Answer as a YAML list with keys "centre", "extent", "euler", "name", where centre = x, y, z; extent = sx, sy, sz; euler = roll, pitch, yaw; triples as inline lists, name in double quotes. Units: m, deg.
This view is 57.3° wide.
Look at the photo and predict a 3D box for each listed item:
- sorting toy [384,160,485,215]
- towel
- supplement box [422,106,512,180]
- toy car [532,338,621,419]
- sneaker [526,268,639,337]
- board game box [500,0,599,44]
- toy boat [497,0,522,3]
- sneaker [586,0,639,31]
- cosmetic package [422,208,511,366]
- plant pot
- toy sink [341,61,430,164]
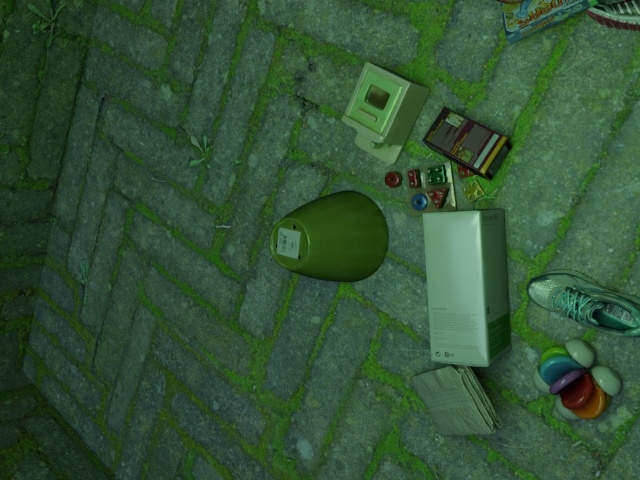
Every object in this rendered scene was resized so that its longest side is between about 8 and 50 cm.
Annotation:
- centre: [0.297, -0.138, 1.568]
  extent: [0.275, 0.046, 0.132]
  euler: [-7, 91, 35]
  name: "sorting toy"
- centre: [0.338, 0.414, 1.509]
  extent: [0.187, 0.049, 0.282]
  euler: [62, 156, 10]
  name: "towel"
- centre: [0.367, -0.243, 1.473]
  extent: [0.188, 0.081, 0.104]
  euler: [36, 97, 28]
  name: "supplement box"
- centre: [0.581, 0.330, 1.354]
  extent: [0.182, 0.136, 0.159]
  euler: [51, 120, 20]
  name: "toy car"
- centre: [0.604, 0.141, 1.329]
  extent: [0.283, 0.122, 0.110]
  euler: [16, 103, 33]
  name: "sneaker"
- centre: [0.519, -0.553, 1.345]
  extent: [0.201, 0.035, 0.136]
  euler: [-19, 58, 35]
  name: "board game box"
- centre: [0.447, -0.664, 1.363]
  extent: [0.151, 0.151, 0.231]
  euler: [32, 94, -14]
  name: "toy boat"
- centre: [0.666, -0.500, 1.263]
  extent: [0.170, 0.063, 0.074]
  euler: [26, 102, 33]
  name: "sneaker"
- centre: [0.364, 0.106, 1.453]
  extent: [0.155, 0.197, 0.365]
  euler: [-1, 95, 35]
  name: "cosmetic package"
- centre: [0.000, 0.000, 1.640]
  extent: [0.275, 0.293, 0.274]
  euler: [4, 97, 35]
  name: "plant pot"
- centre: [0.162, -0.340, 1.592]
  extent: [0.153, 0.131, 0.234]
  euler: [36, 114, 28]
  name: "toy sink"
